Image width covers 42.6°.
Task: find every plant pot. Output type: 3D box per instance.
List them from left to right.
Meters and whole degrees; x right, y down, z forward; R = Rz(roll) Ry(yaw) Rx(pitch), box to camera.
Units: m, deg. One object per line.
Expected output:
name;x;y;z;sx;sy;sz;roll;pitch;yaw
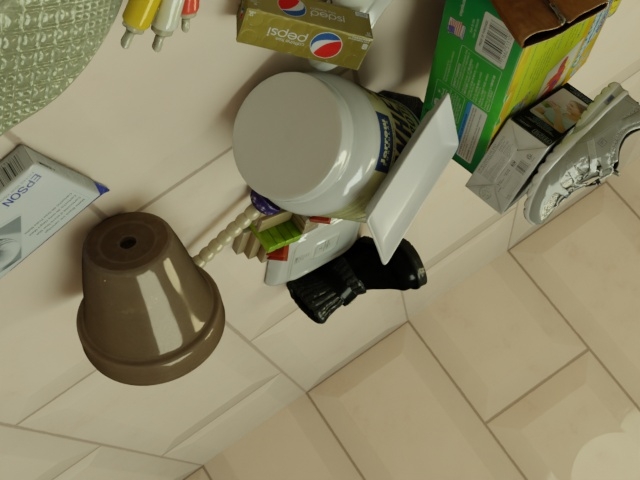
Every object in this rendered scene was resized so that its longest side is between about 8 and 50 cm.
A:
plant pot;-0.306;0.077;1.408;0.263;0.263;0.229;-28;139;-22

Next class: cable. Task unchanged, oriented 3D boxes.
cable;-0.149;-0.344;0.916;0.139;0.072;0.287;-34;163;-43

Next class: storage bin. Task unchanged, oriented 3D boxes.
storage bin;0.150;-0.223;1.653;0.122;0.084;0.180;-47;156;27

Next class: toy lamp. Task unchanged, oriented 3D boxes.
toy lamp;-0.201;0.005;1.606;0.275;0.080;0.080;-44;159;13

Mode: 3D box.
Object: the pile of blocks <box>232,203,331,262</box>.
pile of blocks;-0.042;-0.061;1.660;0.149;0.112;0.362;-7;145;-53

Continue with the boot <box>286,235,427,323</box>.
boot;0.085;0.105;2.025;0.260;0.131;0.348;-29;-167;-20

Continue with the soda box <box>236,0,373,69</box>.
soda box;-0.023;-0.294;1.131;0.181;0.058;0.061;10;141;-17

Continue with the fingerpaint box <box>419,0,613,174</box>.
fingerpaint box;0.364;-0.380;1.437;0.371;0.163;0.445;-45;163;-18

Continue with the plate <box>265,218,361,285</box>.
plate;0.000;0.000;1.963;0.278;0.045;0.277;-28;159;-21

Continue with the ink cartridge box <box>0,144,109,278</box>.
ink cartridge box;-0.439;-0.024;1.198;0.223;0.045;0.224;-39;160;7

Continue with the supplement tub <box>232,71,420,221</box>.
supplement tub;0.025;-0.152;1.385;0.235;0.235;0.325;-44;159;21

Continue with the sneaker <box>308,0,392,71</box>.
sneaker;0.036;-0.366;1.180;0.123;0.106;0.290;19;140;-24

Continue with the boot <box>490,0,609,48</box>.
boot;0.311;-0.432;1.159;0.264;0.280;0.096;-30;159;-17

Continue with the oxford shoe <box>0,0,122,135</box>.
oxford shoe;-0.387;-0.171;0.863;0.449;0.130;0.169;-49;158;-9

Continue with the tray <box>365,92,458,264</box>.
tray;0.147;-0.103;1.348;0.270;0.030;0.145;-57;149;-20

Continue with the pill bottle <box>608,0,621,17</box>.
pill bottle;0.563;-0.528;1.613;0.103;0.103;0.184;-31;159;-15

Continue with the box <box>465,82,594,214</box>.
box;0.404;-0.178;1.543;0.290;0.087;0.169;-32;157;-47

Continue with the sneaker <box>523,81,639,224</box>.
sneaker;0.459;-0.131;1.421;0.281;0.115;0.105;-56;163;20
